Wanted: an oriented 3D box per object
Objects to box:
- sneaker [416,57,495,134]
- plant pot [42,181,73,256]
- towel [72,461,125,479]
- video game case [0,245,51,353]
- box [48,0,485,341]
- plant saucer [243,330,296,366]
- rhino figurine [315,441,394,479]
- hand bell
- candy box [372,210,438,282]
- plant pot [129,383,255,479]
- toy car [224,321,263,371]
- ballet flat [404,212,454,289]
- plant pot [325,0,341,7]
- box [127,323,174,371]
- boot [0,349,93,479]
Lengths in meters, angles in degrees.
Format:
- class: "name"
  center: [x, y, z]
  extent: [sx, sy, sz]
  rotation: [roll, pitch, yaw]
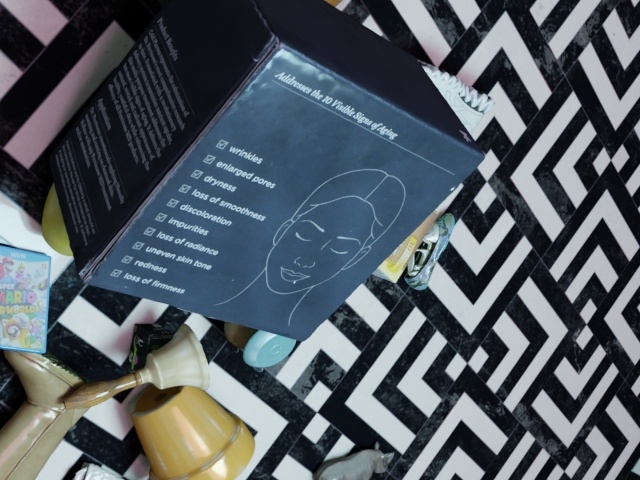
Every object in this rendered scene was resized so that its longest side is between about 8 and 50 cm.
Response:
- class: "sneaker"
  center: [0.250, -0.295, 2.028]
  extent: [0.292, 0.110, 0.118]
  rotation: [21, 102, -41]
- class: "plant pot"
  center: [-0.403, -0.030, 1.589]
  extent: [0.134, 0.134, 0.095]
  rotation: [22, 119, -42]
- class: "towel"
  center: [-0.365, 0.551, 1.799]
  extent: [0.282, 0.049, 0.187]
  rotation: [32, 70, -22]
- class: "video game case"
  center: [-0.497, 0.095, 1.566]
  extent: [0.119, 0.015, 0.166]
  rotation: [15, 65, -41]
- class: "box"
  center: [-0.088, -0.131, 1.545]
  extent: [0.480, 0.297, 0.472]
  rotation: [21, 123, -43]
- class: "plant saucer"
  center: [-0.089, 0.199, 1.813]
  extent: [0.119, 0.021, 0.119]
  rotation: [-25, 142, -21]
- class: "rhino figurine"
  center: [0.083, 0.533, 2.224]
  extent: [0.243, 0.073, 0.106]
  rotation: [-15, 118, -36]
- class: "hand bell"
  center: [-0.328, 0.241, 1.681]
  extent: [0.242, 0.126, 0.126]
  rotation: [-17, 117, -24]
- class: "candy box"
  center: [0.094, -0.073, 1.960]
  extent: [0.316, 0.088, 0.183]
  rotation: [43, 76, -41]
- class: "plant pot"
  center: [-0.255, 0.358, 1.813]
  extent: [0.205, 0.205, 0.188]
  rotation: [-37, 111, -23]
- class: "toy car"
  center: [-0.128, 0.156, 1.864]
  extent: [0.149, 0.155, 0.188]
  rotation: [-12, 123, -35]
- class: "ballet flat"
  center: [0.241, 0.019, 2.165]
  extent: [0.070, 0.070, 0.188]
  rotation: [23, 88, -42]
- class: "plant pot"
  center: [-0.029, -0.485, 1.645]
  extent: [0.254, 0.254, 0.239]
  rotation: [29, 103, -42]
- class: "box"
  center: [-0.313, 0.202, 1.780]
  extent: [0.052, 0.062, 0.083]
  rotation: [4, 103, -42]
- class: "boot"
  center: [-0.522, 0.317, 1.638]
  extent: [0.269, 0.089, 0.236]
  rotation: [-51, 130, -11]
